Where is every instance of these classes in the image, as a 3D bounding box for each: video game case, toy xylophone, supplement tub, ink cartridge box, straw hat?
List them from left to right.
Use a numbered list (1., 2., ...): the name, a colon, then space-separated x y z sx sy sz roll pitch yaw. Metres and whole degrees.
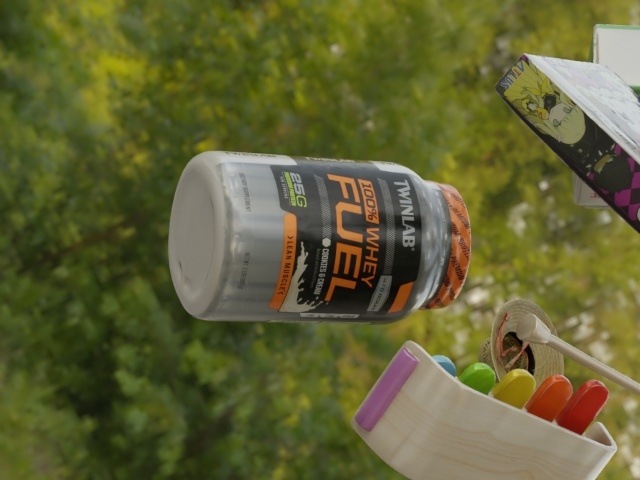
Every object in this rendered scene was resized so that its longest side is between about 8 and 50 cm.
1. supplement tub: 0.000 0.000 1.941 0.193 0.316 0.193 -178 -90 -66
2. straw hat: 0.215 0.136 1.943 0.144 0.061 0.144 19 65 -46
3. toy xylophone: 0.205 0.193 1.792 0.323 0.236 0.081 35 11 -36
4. video game case: 0.251 -0.058 1.299 0.210 0.042 0.232 47 20 15
5. ink cartridge box: 0.351 -0.125 1.775 0.212 0.154 0.093 87 6 -56
